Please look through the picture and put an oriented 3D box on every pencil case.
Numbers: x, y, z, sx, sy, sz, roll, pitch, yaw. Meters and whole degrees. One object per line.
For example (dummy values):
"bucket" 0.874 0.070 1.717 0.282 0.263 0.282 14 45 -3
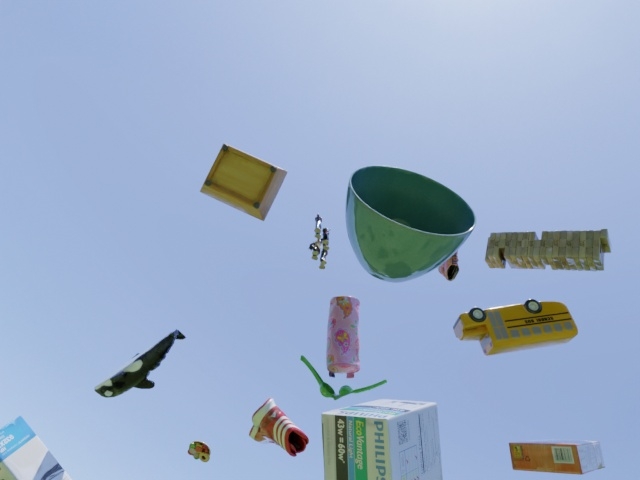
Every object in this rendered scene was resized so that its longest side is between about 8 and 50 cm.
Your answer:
"pencil case" 0.085 0.341 1.576 0.124 0.284 0.124 1 -34 1

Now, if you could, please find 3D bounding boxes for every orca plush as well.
"orca plush" -0.519 0.386 1.306 0.102 0.287 0.151 55 -20 -8

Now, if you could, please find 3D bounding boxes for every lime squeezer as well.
"lime squeezer" 0.065 0.473 1.446 0.310 0.110 0.059 8 -23 26

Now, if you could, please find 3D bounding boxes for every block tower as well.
"block tower" 0.674 0.031 1.323 0.335 0.097 0.091 -3 -32 39

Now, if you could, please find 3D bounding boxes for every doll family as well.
"doll family" 0.000 0.000 1.520 0.075 0.111 0.193 12 -60 1

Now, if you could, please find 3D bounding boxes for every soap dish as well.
"soap dish" -0.309 -0.241 1.744 0.290 0.229 0.118 24 -8 2

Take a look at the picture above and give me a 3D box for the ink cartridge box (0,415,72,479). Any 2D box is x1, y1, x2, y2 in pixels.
"ink cartridge box" -0.776 0.644 1.092 0.223 0.129 0.308 -37 -88 3

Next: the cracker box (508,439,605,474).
"cracker box" 0.598 0.540 1.102 0.155 0.067 0.232 -19 -30 38

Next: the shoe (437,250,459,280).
"shoe" 0.487 0.060 1.616 0.063 0.081 0.178 5 -67 -13

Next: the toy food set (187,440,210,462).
"toy food set" -0.421 0.730 1.518 0.082 0.020 0.084 11 -67 6

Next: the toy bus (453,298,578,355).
"toy bus" 0.592 0.269 1.350 0.332 0.130 0.108 -8 -32 -4

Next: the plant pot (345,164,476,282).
"plant pot" 0.180 -0.019 1.012 0.290 0.290 0.196 22 -56 8

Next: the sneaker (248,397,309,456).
"sneaker" -0.096 0.462 1.019 0.128 0.087 0.221 38 -27 23

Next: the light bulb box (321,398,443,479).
"light bulb box" 0.195 0.681 1.306 0.225 0.359 0.361 -11 -17 35
